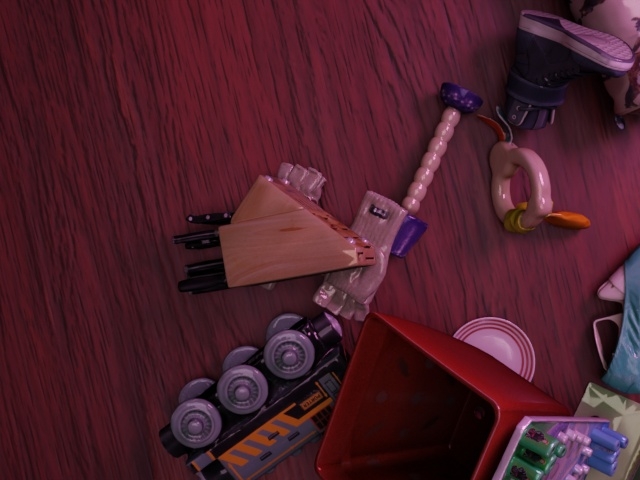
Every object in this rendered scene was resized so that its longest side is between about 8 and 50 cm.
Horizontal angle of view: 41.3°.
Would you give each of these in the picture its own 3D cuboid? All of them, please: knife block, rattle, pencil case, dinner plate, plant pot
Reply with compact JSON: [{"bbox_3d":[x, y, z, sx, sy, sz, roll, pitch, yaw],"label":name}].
[{"bbox_3d":[-0.089,0.035,1.288,0.275,0.088,0.242,37,103,18],"label":"knife block"},{"bbox_3d":[0.332,-0.114,1.312,0.142,0.130,0.200,-10,64,-7],"label":"rattle"},{"bbox_3d":[0.431,-0.377,1.247,0.160,0.183,0.410,-23,88,-5],"label":"pencil case"},{"bbox_3d":[0.268,0.191,1.345,0.141,0.017,0.141,0,92,2],"label":"dinner plate"},{"bbox_3d":[0.189,0.278,1.204,0.235,0.267,0.267,6,109,-40],"label":"plant pot"}]

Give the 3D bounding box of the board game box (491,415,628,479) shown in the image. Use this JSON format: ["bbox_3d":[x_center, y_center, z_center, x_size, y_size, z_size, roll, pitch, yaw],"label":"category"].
[{"bbox_3d":[0.281,0.428,1.161,0.050,0.390,0.390,26,94,34],"label":"board game box"}]

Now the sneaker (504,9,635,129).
[{"bbox_3d":[0.346,-0.223,1.211,0.086,0.226,0.163,-1,116,-23],"label":"sneaker"}]

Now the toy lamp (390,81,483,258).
[{"bbox_3d":[0.164,-0.104,1.316,0.080,0.080,0.275,27,91,2],"label":"toy lamp"}]

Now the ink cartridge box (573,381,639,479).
[{"bbox_3d":[0.500,0.345,1.318,0.235,0.056,0.171,23,93,0],"label":"ink cartridge box"}]

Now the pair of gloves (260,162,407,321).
[{"bbox_3d":[0.000,0.000,1.322,0.240,0.042,0.204,21,97,20],"label":"pair of gloves"}]

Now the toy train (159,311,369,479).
[{"bbox_3d":[-0.082,0.256,1.311,0.334,0.142,0.190,-37,99,3],"label":"toy train"}]

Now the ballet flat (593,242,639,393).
[{"bbox_3d":[0.466,0.111,1.304,0.087,0.083,0.247,5,90,17],"label":"ballet flat"}]
